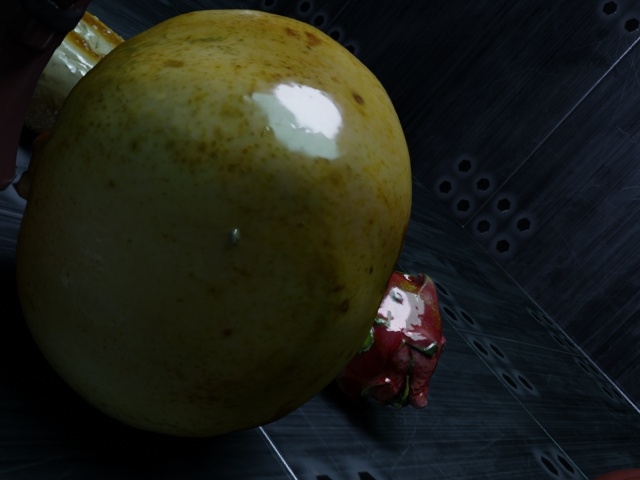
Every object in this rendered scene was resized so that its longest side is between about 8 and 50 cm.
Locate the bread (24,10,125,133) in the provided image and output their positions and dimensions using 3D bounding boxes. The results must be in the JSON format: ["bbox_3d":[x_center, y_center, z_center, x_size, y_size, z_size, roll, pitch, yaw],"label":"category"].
[{"bbox_3d":[-0.357,-0.230,1.321,0.305,0.158,0.305,38,12,-10],"label":"bread"}]

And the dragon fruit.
[{"bbox_3d":[0.063,0.138,1.358,0.198,0.200,0.269,19,-13,-42],"label":"dragon fruit"}]

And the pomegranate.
[{"bbox_3d":[-0.110,-0.021,0.907,0.417,0.416,0.416,38,15,-13],"label":"pomegranate"}]

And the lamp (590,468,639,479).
[{"bbox_3d":[0.408,0.436,1.153,0.303,0.257,0.303,169,-90,-89],"label":"lamp"}]

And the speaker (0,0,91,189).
[{"bbox_3d":[-0.357,-0.249,1.097,0.198,0.329,0.259,36,9,-18],"label":"speaker"}]
